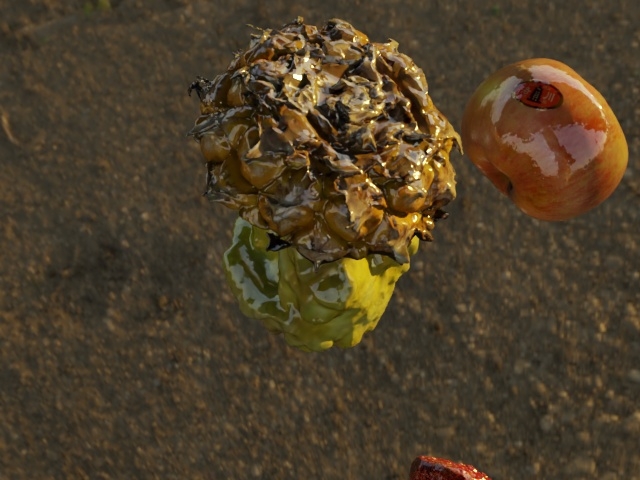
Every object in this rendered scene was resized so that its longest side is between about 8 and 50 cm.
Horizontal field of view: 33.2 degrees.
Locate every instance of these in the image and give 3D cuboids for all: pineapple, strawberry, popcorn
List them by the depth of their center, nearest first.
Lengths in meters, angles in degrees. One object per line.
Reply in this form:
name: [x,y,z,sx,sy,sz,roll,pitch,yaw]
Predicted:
pineapple: [0.010,-0.081,0.758,0.224,0.076,0.225,10,52,-13]
popcorn: [0.006,-0.001,0.923,0.155,0.198,0.198,9,48,-20]
strawberry: [0.189,0.370,1.493,0.148,0.131,0.131,33,56,-14]

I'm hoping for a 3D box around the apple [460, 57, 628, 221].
apple: [0.274,-0.124,1.328,0.164,0.209,0.209,-38,54,1]
